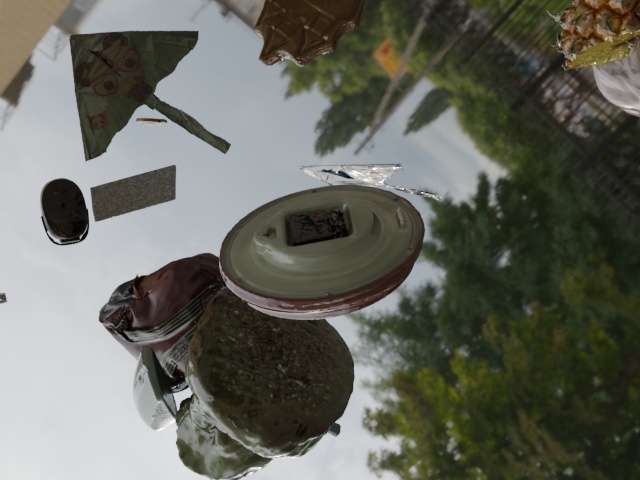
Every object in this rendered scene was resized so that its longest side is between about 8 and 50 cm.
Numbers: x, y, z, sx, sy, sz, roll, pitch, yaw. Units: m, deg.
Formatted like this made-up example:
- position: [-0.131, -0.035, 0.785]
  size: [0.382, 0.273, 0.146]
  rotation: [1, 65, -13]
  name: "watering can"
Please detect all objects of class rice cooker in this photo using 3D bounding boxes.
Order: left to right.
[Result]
- position: [-0.627, -0.072, 2.149]
  size: [0.112, 0.165, 0.106]
  rotation: [-10, -165, -20]
  name: "rice cooker"

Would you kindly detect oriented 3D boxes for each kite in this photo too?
- position: [-0.226, -0.186, 1.146]
  size: [0.250, 0.229, 0.012]
  rotation: [36, 170, -4]
  name: "kite"
- position: [0.105, -0.117, 1.784]
  size: [0.315, 0.011, 0.335]
  rotation: [11, 170, -9]
  name: "kite"

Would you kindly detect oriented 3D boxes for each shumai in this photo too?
- position: [-0.142, 0.300, 1.713]
  size: [0.324, 0.323, 0.397]
  rotation: [33, -146, -5]
  name: "shumai"

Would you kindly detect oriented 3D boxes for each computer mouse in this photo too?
- position: [-0.341, 0.306, 1.770]
  size: [0.230, 0.079, 0.127]
  rotation: [89, 161, -56]
  name: "computer mouse"

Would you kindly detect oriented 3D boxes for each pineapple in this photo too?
- position: [0.380, -0.287, 1.196]
  size: [0.233, 0.135, 0.079]
  rotation: [117, 150, -81]
  name: "pineapple"

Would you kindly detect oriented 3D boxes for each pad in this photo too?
- position: [-0.499, -0.125, 2.361]
  size: [0.235, 0.158, 0.003]
  rotation: [-18, -119, -21]
  name: "pad"

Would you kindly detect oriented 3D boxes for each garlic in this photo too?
- position: [0.674, -0.362, 1.727]
  size: [0.317, 0.317, 0.259]
  rotation: [34, -131, -30]
  name: "garlic"

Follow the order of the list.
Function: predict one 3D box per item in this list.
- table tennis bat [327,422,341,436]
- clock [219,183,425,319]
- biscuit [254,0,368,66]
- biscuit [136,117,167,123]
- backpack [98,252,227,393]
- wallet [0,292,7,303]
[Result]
- position: [-0.028, 0.477, 2.363]
  size: [0.244, 0.153, 0.040]
  rotation: [35, -173, -41]
  name: "table tennis bat"
- position: [0.000, 0.000, 1.344]
  size: [0.318, 0.319, 0.080]
  rotation: [-114, 11, -55]
  name: "clock"
- position: [-0.027, -0.380, 1.488]
  size: [0.182, 0.215, 0.034]
  rotation: [41, 178, 32]
  name: "biscuit"
- position: [-0.448, -0.318, 2.358]
  size: [0.078, 0.015, 0.091]
  rotation: [4, -175, 30]
  name: "biscuit"
- position: [-0.307, 0.176, 1.999]
  size: [0.283, 0.317, 0.197]
  rotation: [50, -158, -18]
  name: "backpack"
- position: [-0.695, 0.126, 1.762]
  size: [0.061, 0.122, 0.025]
  rotation: [144, 115, -82]
  name: "wallet"
